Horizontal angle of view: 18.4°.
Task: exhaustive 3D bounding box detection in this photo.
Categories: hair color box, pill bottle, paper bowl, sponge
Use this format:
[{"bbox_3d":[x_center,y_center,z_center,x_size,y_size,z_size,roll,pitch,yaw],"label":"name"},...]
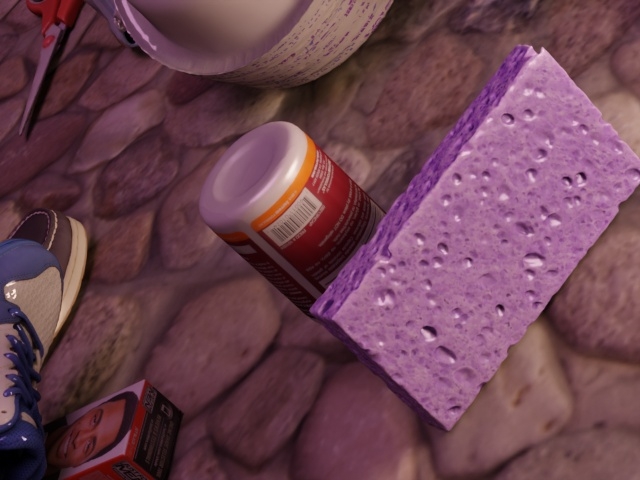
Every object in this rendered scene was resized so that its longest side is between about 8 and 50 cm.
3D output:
[{"bbox_3d":[-0.169,0.158,1.404,0.141,0.043,0.072,-25,35,31],"label":"hair color box"},{"bbox_3d":[0.000,0.000,1.274,0.086,0.152,0.086,-32,33,23],"label":"pill bottle"},{"bbox_3d":[-0.069,-0.267,1.568,0.284,0.148,0.284,-4,84,42],"label":"paper bowl"},{"bbox_3d":[0.098,-0.001,1.189,0.210,0.117,0.031,-52,29,-10],"label":"sponge"}]

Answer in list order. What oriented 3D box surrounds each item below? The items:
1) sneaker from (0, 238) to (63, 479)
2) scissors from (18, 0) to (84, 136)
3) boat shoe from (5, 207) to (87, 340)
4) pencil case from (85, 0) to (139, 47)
[{"bbox_3d":[-0.233,0.126,1.403,0.131,0.112,0.296,0,52,31],"label":"sneaker"},{"bbox_3d":[-0.261,-0.215,1.986,0.109,0.021,0.297,-33,31,18],"label":"scissors"},{"bbox_3d":[-0.285,0.080,1.591,0.103,0.092,0.285,-4,50,49],"label":"boat shoe"},{"bbox_3d":[-0.225,-0.302,1.805,0.113,0.273,0.124,-11,38,54],"label":"pencil case"}]
